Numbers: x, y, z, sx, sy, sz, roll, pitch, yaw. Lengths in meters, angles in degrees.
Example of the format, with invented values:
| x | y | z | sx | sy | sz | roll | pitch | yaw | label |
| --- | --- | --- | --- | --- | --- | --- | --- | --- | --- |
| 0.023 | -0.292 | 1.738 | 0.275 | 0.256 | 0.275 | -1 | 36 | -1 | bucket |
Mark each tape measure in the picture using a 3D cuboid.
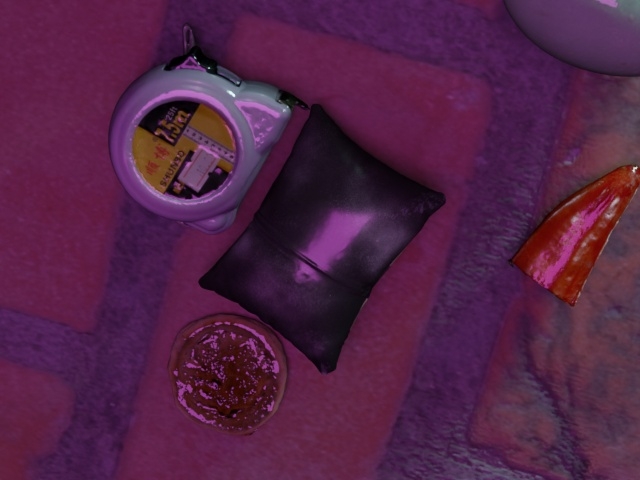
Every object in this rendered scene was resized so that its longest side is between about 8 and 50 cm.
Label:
| x | y | z | sx | sy | sz | roll | pitch | yaw | label |
| --- | --- | --- | --- | --- | --- | --- | --- | --- | --- |
| -0.139 | -0.116 | 1.642 | 0.178 | 0.105 | 0.196 | 33 | 108 | -9 | tape measure |

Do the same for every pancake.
| x | y | z | sx | sy | sz | roll | pitch | yaw | label |
| --- | --- | --- | --- | --- | --- | --- | --- | --- | --- |
| -0.108 | 0.158 | 1.746 | 0.151 | 0.025 | 0.152 | 2 | 104 | 7 | pancake |

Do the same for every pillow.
| x | y | z | sx | sy | sz | roll | pitch | yaw | label |
| --- | --- | --- | --- | --- | --- | --- | --- | --- | --- |
| 0.000 | 0.000 | 1.648 | 0.186 | 0.106 | 0.250 | 34 | 104 | 8 | pillow |

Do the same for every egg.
| x | y | z | sx | sy | sz | roll | pitch | yaw | label |
| --- | --- | --- | --- | --- | --- | --- | --- | --- | --- |
| 0.292 | -0.253 | 1.507 | 0.230 | 0.168 | 0.168 | 21 | 107 | -1 | egg |

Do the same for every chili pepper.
| x | y | z | sx | sy | sz | roll | pitch | yaw | label |
| --- | --- | --- | --- | --- | --- | --- | --- | --- | --- |
| 0.291 | -0.017 | 1.628 | 0.088 | 0.065 | 0.169 | 37 | 103 | -4 | chili pepper |
